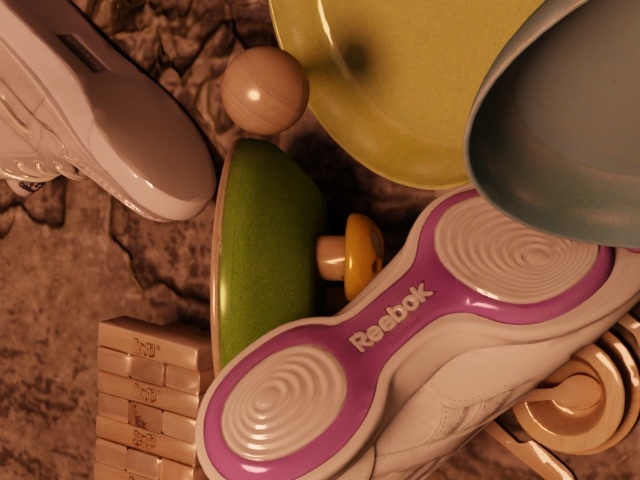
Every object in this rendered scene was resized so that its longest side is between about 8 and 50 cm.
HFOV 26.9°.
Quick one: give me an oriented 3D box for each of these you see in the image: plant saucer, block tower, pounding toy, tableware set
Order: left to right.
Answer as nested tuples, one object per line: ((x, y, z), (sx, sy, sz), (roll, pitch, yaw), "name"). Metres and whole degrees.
((-0.105, 0.221, 0.966), (0.091, 0.097, 0.335), (11, 104, 29), "block tower")
((0.000, 0.000, 0.849), (0.110, 0.183, 0.237), (2, 95, 6), "pounding toy")
((0.057, -0.150, 0.812), (0.241, 0.037, 0.241), (26, 127, 40), "plant saucer")
((0.190, 0.124, 0.806), (0.194, 0.039, 0.128), (39, 114, 21), "tableware set")
((0.222, -0.079, 0.622), (0.318, 0.317, 0.043), (-21, 62, 31), "plant saucer")

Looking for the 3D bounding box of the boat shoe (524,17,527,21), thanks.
((0.166, -0.182, 0.773), (0.056, 0.048, 0.153), (40, 115, 21), "boat shoe")

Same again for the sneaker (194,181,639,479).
((0.068, 0.065, 0.798), (0.305, 0.152, 0.114), (-30, 61, -8), "sneaker")

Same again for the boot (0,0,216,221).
((-0.183, -0.075, 0.983), (0.258, 0.095, 0.123), (49, 124, 26), "boot")
